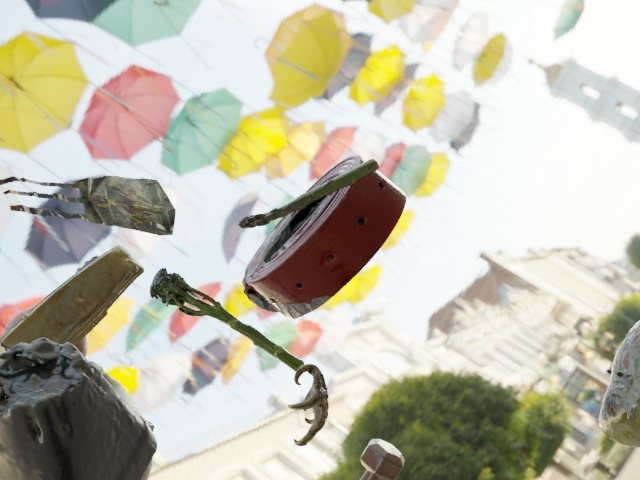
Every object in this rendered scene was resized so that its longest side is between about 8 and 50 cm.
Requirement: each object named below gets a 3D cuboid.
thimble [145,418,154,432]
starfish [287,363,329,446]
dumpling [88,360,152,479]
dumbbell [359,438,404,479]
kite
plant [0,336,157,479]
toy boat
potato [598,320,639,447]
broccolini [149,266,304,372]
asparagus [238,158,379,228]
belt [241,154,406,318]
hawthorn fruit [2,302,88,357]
[{"bbox_3d":[-0.386,0.400,1.816,0.104,0.066,0.095,-59,-16,-3],"label":"thimble"},{"bbox_3d":[-0.020,0.360,1.940,0.190,0.074,0.146,80,-169,-49],"label":"starfish"},{"bbox_3d":[-0.435,0.438,1.653,0.233,0.395,0.315,8,-50,-25],"label":"dumpling"},{"bbox_3d":[0.081,0.513,1.834,0.231,0.092,0.082,-60,20,8],"label":"dumbbell"},{"bbox_3d":[-0.319,-0.054,1.253,0.141,0.245,0.015,91,-175,-55],"label":"kite"},{"bbox_3d":[-0.255,0.220,0.897,0.164,0.142,0.256,-60,-33,-52],"label":"plant"},{"bbox_3d":[-0.415,0.128,1.471,0.310,0.089,0.115,-48,-5,-28],"label":"toy boat"},{"bbox_3d":[0.584,0.240,1.580,0.262,0.165,0.165,-57,-19,-9],"label":"potato"},{"bbox_3d":[-0.211,0.188,2.055,0.079,0.392,0.074,-54,7,15],"label":"broccolini"},{"bbox_3d":[-0.015,-0.068,1.377,0.248,0.025,0.024,-26,-24,-21],"label":"asparagus"},{"bbox_3d":[0.000,0.000,1.559,0.324,0.115,0.227,-43,17,25],"label":"belt"},{"bbox_3d":[-0.551,0.204,1.830,0.173,0.173,0.173,-47,-22,-26],"label":"hawthorn fruit"}]
